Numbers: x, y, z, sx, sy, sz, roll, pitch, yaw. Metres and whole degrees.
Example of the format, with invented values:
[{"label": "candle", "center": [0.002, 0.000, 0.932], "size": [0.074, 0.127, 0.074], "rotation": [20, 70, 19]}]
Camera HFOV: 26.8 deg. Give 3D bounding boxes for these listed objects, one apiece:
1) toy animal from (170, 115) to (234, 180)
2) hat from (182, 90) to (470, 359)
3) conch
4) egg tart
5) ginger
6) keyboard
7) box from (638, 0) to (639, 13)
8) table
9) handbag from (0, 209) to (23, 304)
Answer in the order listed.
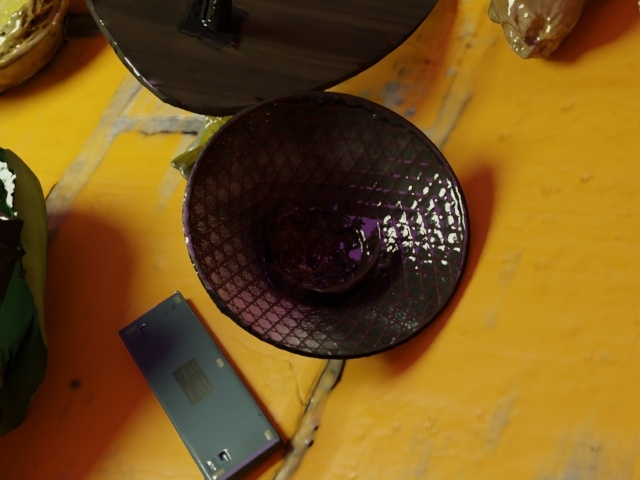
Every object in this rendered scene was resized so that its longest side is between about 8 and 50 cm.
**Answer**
[{"label": "toy animal", "center": [-0.079, -0.087, 1.028], "size": [0.095, 0.219, 0.155], "rotation": [-57, 7, 2]}, {"label": "hat", "center": [0.000, 0.000, 0.915], "size": [0.193, 0.082, 0.193], "rotation": [3, 67, -8]}, {"label": "conch", "center": [-0.262, 0.013, 1.014], "size": [0.143, 0.137, 0.250], "rotation": [-35, 44, 0]}, {"label": "egg tart", "center": [-0.310, -0.205, 1.268], "size": [0.212, 0.090, 0.212], "rotation": [-18, 43, 18]}, {"label": "ginger", "center": [0.188, -0.210, 0.982], "size": [0.095, 0.069, 0.190], "rotation": [34, 73, 22]}, {"label": "keyboard", "center": [-0.085, 0.099, 0.920], "size": [0.055, 0.014, 0.176], "rotation": [-38, 43, -4]}, {"label": "box", "center": [0.311, -0.194, 0.906], "size": [0.112, 0.048, 0.175], "rotation": [26, 69, 43]}, {"label": "table", "center": [-0.032, -0.275, 0.931], "size": [0.317, 0.249, 0.317], "rotation": [8, 49, -10]}, {"label": "handbag", "center": [-0.347, 0.058, 0.950], "size": [0.285, 0.113, 0.257], "rotation": [19, 88, 36]}]
